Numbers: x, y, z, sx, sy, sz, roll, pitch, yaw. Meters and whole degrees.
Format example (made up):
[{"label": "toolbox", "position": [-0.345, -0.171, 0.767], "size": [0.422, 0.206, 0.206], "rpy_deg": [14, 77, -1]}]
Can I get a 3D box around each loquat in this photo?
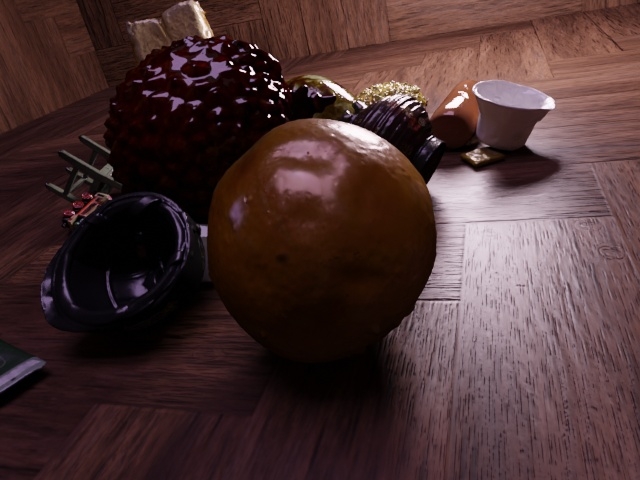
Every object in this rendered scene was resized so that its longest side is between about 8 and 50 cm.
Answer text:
[{"label": "loquat", "position": [0.000, 0.000, 0.709], "size": [0.328, 0.328, 0.328], "rpy_deg": [-10, 28, 5]}]

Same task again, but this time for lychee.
[{"label": "lychee", "position": [-0.207, -0.229, 1.123], "size": [0.500, 0.424, 0.424], "rpy_deg": [-17, 28, -1]}]

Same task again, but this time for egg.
[{"label": "egg", "position": [-0.011, -0.316, 1.396], "size": [0.289, 0.238, 0.238], "rpy_deg": [18, 39, 27]}]

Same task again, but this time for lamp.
[{"label": "lamp", "position": [0.141, -0.202, 1.129], "size": [0.247, 0.247, 0.247], "rpy_deg": [-10, 28, 5]}]

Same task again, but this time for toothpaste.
[{"label": "toothpaste", "position": [-0.613, 0.181, 0.911], "size": [0.392, 0.061, 0.099], "rpy_deg": [14, 37, 36]}]

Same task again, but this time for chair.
[{"label": "chair", "position": [-0.608, -0.158, 1.490], "size": [0.270, 0.147, 0.136], "rpy_deg": [30, 29, -13]}]

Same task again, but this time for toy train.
[{"label": "toy train", "position": [-0.613, -0.073, 1.376], "size": [0.087, 0.050, 0.138], "rpy_deg": [16, 46, 15]}]

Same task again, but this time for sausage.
[{"label": "sausage", "position": [0.384, -0.348, 1.413], "size": [0.121, 0.121, 0.304], "rpy_deg": [4, 33, 29]}]

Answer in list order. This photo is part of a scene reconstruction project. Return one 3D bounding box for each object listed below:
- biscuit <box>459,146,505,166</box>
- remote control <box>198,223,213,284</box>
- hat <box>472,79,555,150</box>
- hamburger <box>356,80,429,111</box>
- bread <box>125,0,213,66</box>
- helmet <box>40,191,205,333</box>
[{"label": "biscuit", "position": [0.385, -0.200, 1.247], "size": [0.081, 0.018, 0.083], "rpy_deg": [-17, 27, -8]}, {"label": "remote control", "position": [-0.321, 0.021, 1.011], "size": [0.285, 0.038, 0.123], "rpy_deg": [3, 72, 12]}, {"label": "hat", "position": [0.448, -0.296, 1.263], "size": [0.203, 0.126, 0.203], "rpy_deg": [7, 36, -5]}, {"label": "hamburger", "position": [0.192, -0.392, 1.556], "size": [0.262, 0.138, 0.243], "rpy_deg": [-4, 30, 14]}, {"label": "bread", "position": [-0.462, -0.565, 1.807], "size": [0.279, 0.390, 0.371], "rpy_deg": [-15, 9, -5]}, {"label": "helmet", "position": [-0.314, 0.057, 0.896], "size": [0.279, 0.160, 0.230], "rpy_deg": [-32, 62, 5]}]
